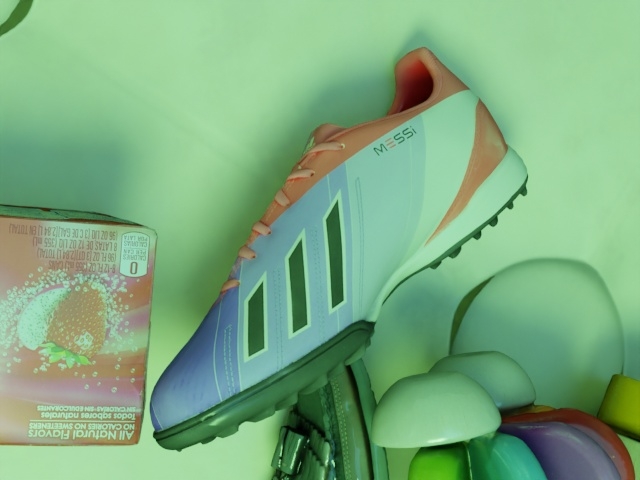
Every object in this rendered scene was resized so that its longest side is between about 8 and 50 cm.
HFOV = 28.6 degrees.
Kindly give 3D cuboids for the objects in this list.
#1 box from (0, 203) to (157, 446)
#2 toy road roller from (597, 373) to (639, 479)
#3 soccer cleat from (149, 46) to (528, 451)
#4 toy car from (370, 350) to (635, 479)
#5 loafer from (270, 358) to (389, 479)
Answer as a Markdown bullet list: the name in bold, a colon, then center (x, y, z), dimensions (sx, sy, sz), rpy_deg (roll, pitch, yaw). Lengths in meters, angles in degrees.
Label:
- **box**: center (-0.228, 0.039, 0.670), dimensions (0.256, 0.128, 0.123), rpy_deg (4, 92, -22)
- **toy road roller**: center (0.305, 0.245, 0.886), dimensions (0.329, 0.240, 0.203), rpy_deg (21, 86, 16)
- **soccer cleat**: center (0.000, 0.000, 0.743), dimensions (0.318, 0.108, 0.116), rpy_deg (-40, 101, -35)
- **toy car**: center (0.116, 0.150, 0.745), dimensions (0.182, 0.136, 0.159), rpy_deg (-9, 92, -66)
- **loafer**: center (-0.001, 0.198, 0.793), dimensions (0.084, 0.096, 0.268), rpy_deg (-8, 99, -15)
